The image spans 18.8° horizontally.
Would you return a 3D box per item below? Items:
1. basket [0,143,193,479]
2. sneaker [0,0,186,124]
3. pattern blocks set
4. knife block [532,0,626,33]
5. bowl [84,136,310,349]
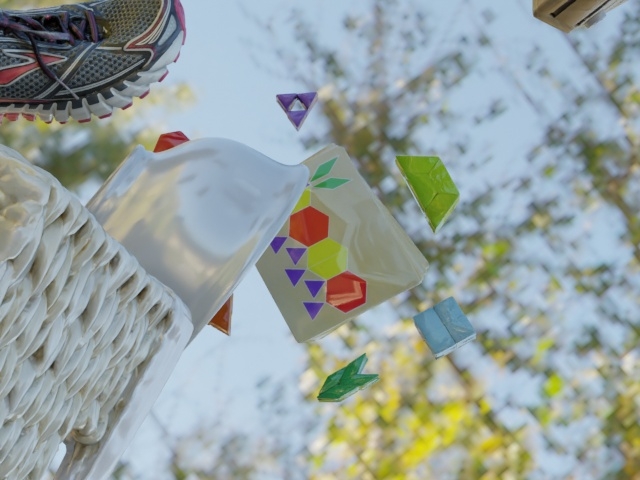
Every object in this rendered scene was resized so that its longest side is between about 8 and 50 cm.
[{"bbox_3d":[-0.314,0.078,1.216,0.331,0.328,0.266,26,-13,20],"label":"basket"},{"bbox_3d":[-0.266,-0.166,1.727,0.121,0.299,0.112,-109,-176,-46],"label":"sneaker"},{"bbox_3d":[0.000,0.000,1.887,0.026,0.285,0.325,81,-11,-66],"label":"pattern blocks set"},{"bbox_3d":[0.172,-0.274,1.142,0.242,0.275,0.088,55,-42,4],"label":"knife block"},{"bbox_3d":[-0.152,0.012,1.687,0.134,0.298,0.298,39,-25,-7],"label":"bowl"}]
